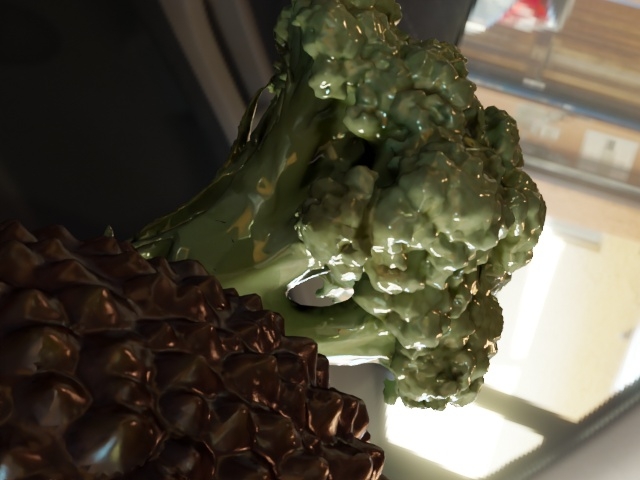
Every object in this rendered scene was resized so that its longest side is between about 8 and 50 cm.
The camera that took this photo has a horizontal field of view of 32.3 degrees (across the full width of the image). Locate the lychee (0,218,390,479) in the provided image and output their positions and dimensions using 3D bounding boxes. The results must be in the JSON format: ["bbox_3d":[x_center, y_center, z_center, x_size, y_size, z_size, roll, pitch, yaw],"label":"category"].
[{"bbox_3d":[-0.134,0.130,0.482,0.306,0.331,0.305,170,-90,-80],"label":"lychee"}]

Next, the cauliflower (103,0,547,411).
[{"bbox_3d":[0.021,-0.009,0.741,0.281,0.260,0.327,-41,112,-35],"label":"cauliflower"}]
